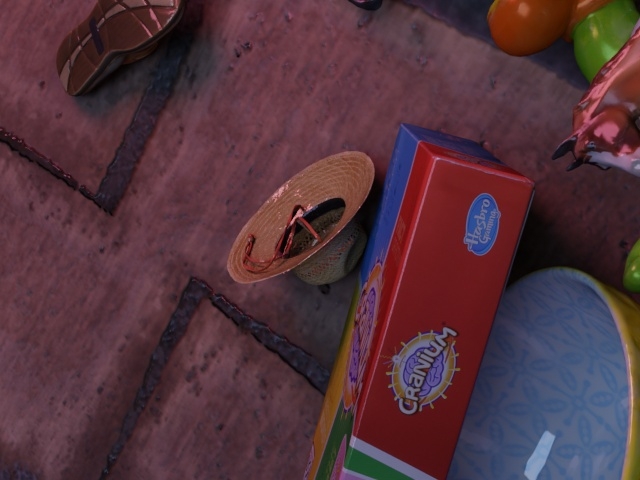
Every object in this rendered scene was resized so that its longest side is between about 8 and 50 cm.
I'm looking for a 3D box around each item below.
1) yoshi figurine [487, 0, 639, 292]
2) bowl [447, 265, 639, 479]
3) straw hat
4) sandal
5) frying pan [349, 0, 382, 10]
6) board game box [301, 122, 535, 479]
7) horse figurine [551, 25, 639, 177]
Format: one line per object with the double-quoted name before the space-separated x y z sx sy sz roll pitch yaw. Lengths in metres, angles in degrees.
"yoshi figurine" 0.250 -0.046 0.710 0.203 0.203 0.362 -41 81 14
"bowl" 0.178 0.175 0.772 0.156 0.289 0.289 20 105 -16
"straw hat" 0.000 0.000 0.940 0.144 0.144 0.061 -25 120 28
"sandal" -0.173 -0.184 1.050 0.180 0.049 0.072 -30 70 42
"frying pan" -0.056 -0.319 0.972 0.326 0.053 0.197 21 102 26
"board game box" 0.053 0.087 0.815 0.064 0.242 0.316 15 99 -3
"horse figurine" 0.224 -0.146 0.574 0.174 0.066 0.263 20 101 50
